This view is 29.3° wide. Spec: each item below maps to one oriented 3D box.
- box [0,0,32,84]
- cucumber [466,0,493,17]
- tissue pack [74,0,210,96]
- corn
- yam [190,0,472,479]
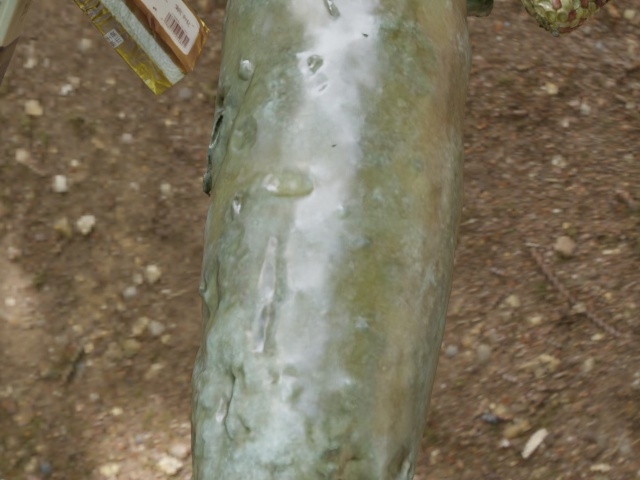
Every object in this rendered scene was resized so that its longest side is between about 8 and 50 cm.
[{"bbox_3d":[-0.359,-0.282,1.366,0.071,0.168,0.259,23,101,-12],"label":"box"},{"bbox_3d":[0.138,-0.243,1.168,0.035,0.107,0.067,-14,101,-2],"label":"cucumber"},{"bbox_3d":[-0.275,-0.356,1.861,0.092,0.183,0.226,-34,113,22],"label":"tissue pack"},{"bbox_3d":[0.361,-0.364,1.460,0.290,0.098,0.098,-42,71,3],"label":"corn"},{"bbox_3d":[0.000,0.000,0.582,0.133,0.133,0.330,-8,62,31],"label":"yam"}]
